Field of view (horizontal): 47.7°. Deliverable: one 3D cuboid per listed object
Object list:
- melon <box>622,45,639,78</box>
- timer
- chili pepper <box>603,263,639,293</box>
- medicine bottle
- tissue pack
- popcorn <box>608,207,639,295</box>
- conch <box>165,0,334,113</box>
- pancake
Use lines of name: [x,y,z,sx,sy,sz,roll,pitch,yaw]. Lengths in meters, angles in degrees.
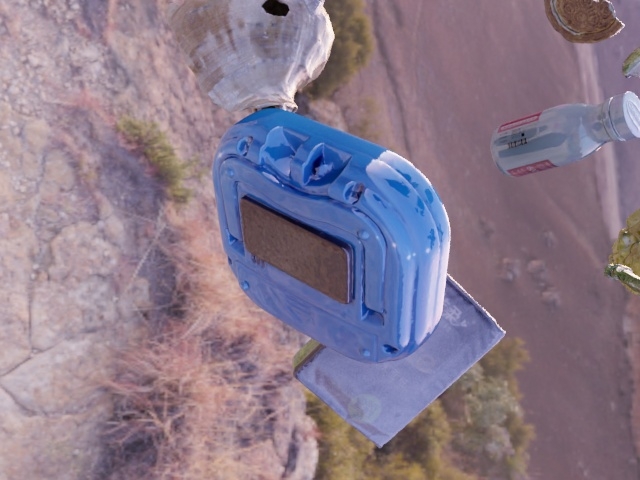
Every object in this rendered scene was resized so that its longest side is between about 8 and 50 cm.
melon: [0.603,-0.309,1.252,0.182,0.054,0.097,9,94,-20]
timer: [0.000,0.000,0.942,0.115,0.340,0.308,-39,142,-37]
chili pepper: [0.341,0.043,0.804,0.027,0.083,0.022,9,106,-22]
medicine bottle: [0.368,-0.159,1.089,0.091,0.217,0.090,10,75,-40]
tissue pack: [0.169,0.233,1.611,0.288,0.394,0.124,43,8,-15]
popcorn: [0.639,0.015,1.349,0.212,0.198,0.197,-89,162,-64]
conch: [-0.100,-0.312,1.098,0.324,0.263,0.186,-106,-149,-55]
pancake: [0.567,-0.511,1.551,0.020,0.191,0.184,-38,149,-42]
